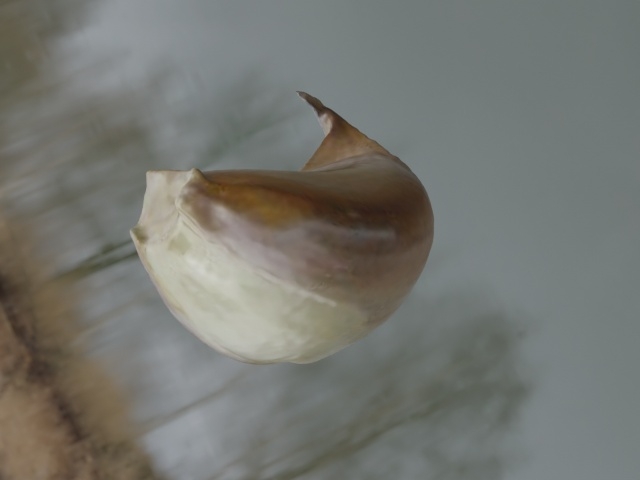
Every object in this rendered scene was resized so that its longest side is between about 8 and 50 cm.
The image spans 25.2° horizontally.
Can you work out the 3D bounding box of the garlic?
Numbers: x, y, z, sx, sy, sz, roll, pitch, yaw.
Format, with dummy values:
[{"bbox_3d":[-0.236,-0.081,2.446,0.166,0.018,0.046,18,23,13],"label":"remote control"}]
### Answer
[{"bbox_3d":[-0.006,0.006,0.757,0.128,0.207,0.115,19,112,19],"label":"garlic"}]
